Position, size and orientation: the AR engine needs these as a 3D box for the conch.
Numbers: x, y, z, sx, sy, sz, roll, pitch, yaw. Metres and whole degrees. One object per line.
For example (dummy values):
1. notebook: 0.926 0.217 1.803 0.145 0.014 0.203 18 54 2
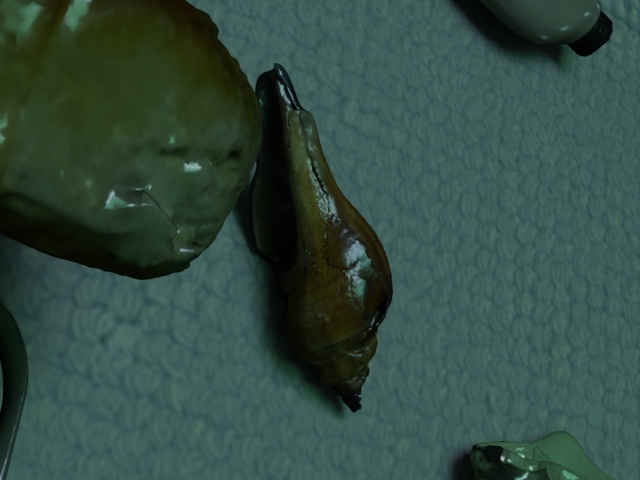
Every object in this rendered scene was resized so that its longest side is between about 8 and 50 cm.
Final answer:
1. conch: 0.002 0.002 0.905 0.080 0.086 0.233 -9 81 -44

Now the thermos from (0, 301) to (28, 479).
1. thermos: -0.229 0.103 0.621 0.176 0.146 0.265 13 56 -25

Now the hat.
1. hat: 0.180 0.193 1.014 0.122 0.081 0.166 34 22 23

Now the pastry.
1. pastry: -0.181 -0.085 0.622 0.329 0.329 0.136 25 85 -33

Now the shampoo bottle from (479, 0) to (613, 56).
1. shampoo bottle: 0.161 -0.252 1.156 0.257 0.078 0.127 38 47 -22
